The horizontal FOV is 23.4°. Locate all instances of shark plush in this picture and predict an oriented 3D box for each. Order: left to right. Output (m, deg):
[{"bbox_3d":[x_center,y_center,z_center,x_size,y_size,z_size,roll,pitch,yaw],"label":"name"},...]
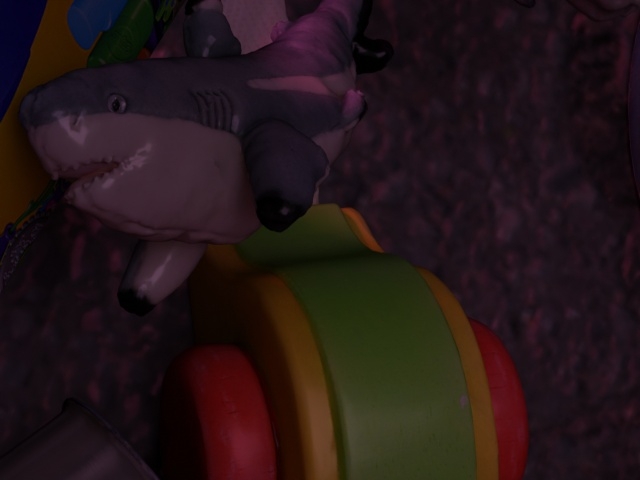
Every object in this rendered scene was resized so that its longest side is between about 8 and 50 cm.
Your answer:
[{"bbox_3d":[-0.016,-0.049,0.444,0.067,0.073,0.161,52,53,-8],"label":"shark plush"}]

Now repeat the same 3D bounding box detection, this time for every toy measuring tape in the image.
[{"bbox_3d":[0.000,0.000,0.506,0.121,0.121,0.330,-5,85,-21],"label":"toy measuring tape"}]

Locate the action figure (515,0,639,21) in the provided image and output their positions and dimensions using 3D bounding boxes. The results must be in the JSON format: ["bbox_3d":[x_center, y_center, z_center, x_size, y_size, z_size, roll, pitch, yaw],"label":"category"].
[{"bbox_3d":[0.076,-0.170,0.505,0.275,0.141,0.164,-24,136,-41],"label":"action figure"}]

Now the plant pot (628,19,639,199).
[{"bbox_3d":[0.294,-0.060,0.549,0.271,0.255,0.272,3,81,-20],"label":"plant pot"}]

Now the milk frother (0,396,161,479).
[{"bbox_3d":[-0.086,0.151,0.474,0.134,0.129,0.143,-36,139,-21],"label":"milk frother"}]

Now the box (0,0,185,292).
[{"bbox_3d":[-0.201,-0.051,0.321,0.177,0.290,0.279,24,73,20],"label":"box"}]
